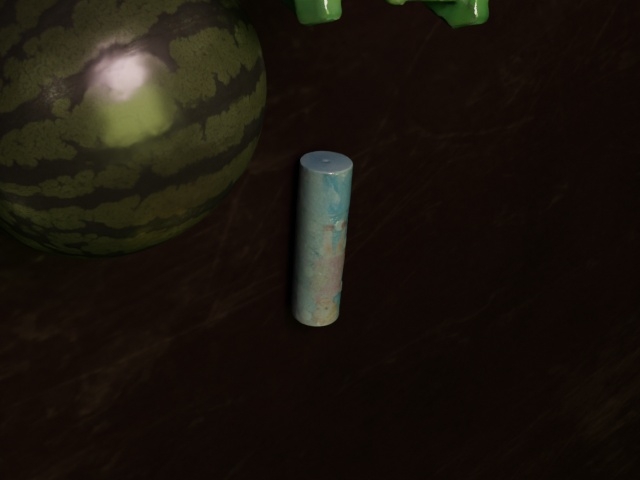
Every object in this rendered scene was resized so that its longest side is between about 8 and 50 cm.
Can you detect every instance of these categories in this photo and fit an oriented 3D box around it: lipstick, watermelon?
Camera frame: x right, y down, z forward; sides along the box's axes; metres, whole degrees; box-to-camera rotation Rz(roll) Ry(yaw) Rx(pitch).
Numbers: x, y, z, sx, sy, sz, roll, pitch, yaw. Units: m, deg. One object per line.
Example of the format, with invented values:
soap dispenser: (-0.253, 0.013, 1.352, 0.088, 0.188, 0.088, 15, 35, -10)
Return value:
lipstick: (0.000, 0.000, 1.004, 0.048, 0.048, 0.157, -18, 126, -35)
watermelon: (-0.138, -0.094, 0.702, 0.212, 0.212, 0.212, -23, 128, -32)

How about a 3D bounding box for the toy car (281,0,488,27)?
toy car: (-0.020, -0.296, 0.651, 0.213, 0.176, 0.358, -7, 96, -43)
